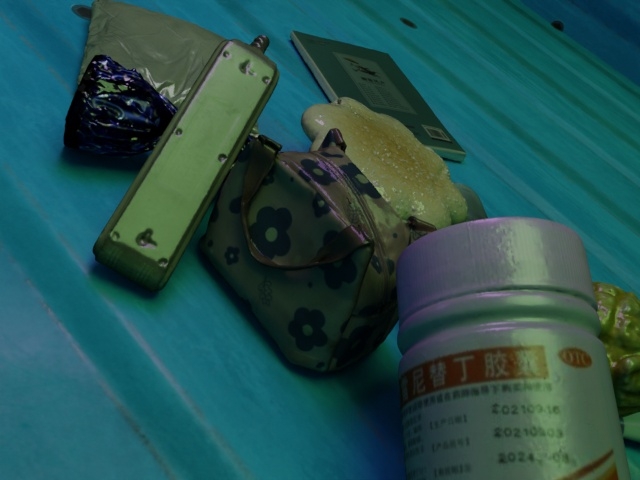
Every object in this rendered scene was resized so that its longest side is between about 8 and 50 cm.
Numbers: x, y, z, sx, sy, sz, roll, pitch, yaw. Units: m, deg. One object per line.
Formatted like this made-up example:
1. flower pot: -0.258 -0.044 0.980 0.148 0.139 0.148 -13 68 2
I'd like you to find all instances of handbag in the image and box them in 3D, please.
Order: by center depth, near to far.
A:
1. handbag: 0.000 0.000 0.893 0.190 0.193 0.251 -17 54 -43

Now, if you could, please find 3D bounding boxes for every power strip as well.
1. power strip: -0.147 -0.116 0.915 0.092 0.066 0.387 32 61 -13

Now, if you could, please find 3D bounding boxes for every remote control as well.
1. remote control: 0.251 -0.025 1.251 0.097 0.045 0.256 19 32 -16

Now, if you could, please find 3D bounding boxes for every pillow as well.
1. pillow: -0.233 -0.283 1.200 0.281 0.076 0.274 14 38 -22

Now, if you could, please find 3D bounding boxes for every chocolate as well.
1. chocolate: -0.168 -0.135 1.023 0.343 0.126 0.148 18 -5 -23

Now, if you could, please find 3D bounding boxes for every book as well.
1. book: 0.111 -0.299 1.521 0.264 0.031 0.379 6 40 -33

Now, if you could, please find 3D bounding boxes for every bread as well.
1. bread: 0.104 -0.122 1.178 0.316 0.054 0.316 26 32 -18

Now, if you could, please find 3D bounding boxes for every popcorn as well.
1. popcorn: 0.341 0.140 0.943 0.167 0.187 0.185 2 63 5

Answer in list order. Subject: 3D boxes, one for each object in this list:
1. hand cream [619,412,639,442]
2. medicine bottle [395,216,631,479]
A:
1. hand cream: 0.426 0.242 1.040 0.321 0.067 0.109 16 36 -7
2. medicine bottle: 0.178 0.157 0.722 0.202 0.202 0.315 12 60 -25
